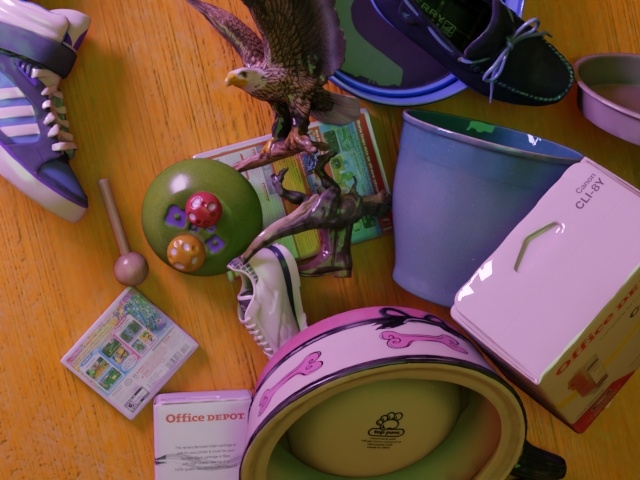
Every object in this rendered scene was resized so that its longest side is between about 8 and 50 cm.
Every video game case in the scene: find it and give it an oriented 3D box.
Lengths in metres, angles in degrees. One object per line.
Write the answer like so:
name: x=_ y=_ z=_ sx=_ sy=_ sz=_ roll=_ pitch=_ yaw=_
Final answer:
video game case: x=-0.035 y=-0.072 z=1.369 sx=0.285 sy=0.025 sz=0.204 roll=-16 pitch=95 yaw=-8
video game case: x=-0.291 y=0.172 z=1.342 sx=0.143 sy=0.019 sz=0.157 roll=42 pitch=87 yaw=-8

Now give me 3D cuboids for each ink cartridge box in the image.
ink cartridge box: x=-0.176 y=0.337 z=1.333 sx=0.153 sy=0.087 sz=0.208 roll=0 pitch=92 yaw=-10
ink cartridge box: x=0.372 y=0.099 z=1.254 sx=0.279 sy=0.384 sz=0.160 roll=-49 pitch=58 yaw=0

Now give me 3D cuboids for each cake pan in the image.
cake pan: x=0.526 y=-0.209 z=1.343 sx=0.293 sy=0.293 sz=0.054 roll=3 pitch=123 yaw=-9

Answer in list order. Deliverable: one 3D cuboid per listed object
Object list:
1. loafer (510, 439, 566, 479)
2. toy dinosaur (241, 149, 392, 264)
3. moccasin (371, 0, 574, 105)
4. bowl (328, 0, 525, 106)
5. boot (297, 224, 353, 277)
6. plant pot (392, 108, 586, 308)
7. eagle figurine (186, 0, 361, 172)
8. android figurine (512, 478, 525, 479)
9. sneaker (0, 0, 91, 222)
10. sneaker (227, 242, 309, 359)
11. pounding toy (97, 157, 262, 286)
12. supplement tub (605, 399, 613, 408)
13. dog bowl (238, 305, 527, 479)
loafer: x=0.299 y=0.331 z=1.415 sx=0.223 sy=0.076 sz=0.078 roll=18 pitch=97 yaw=-6
toy dinosaur: x=-0.009 y=-0.061 z=1.298 sx=0.268 sy=0.064 sz=0.118 roll=-19 pitch=88 yaw=-21
moccasin: x=0.224 y=-0.293 z=1.277 sx=0.342 sy=0.117 sz=0.138 roll=23 pitch=89 yaw=-10
bowl: x=0.123 y=-0.400 z=1.354 sx=0.391 sy=0.077 sz=0.391 roll=0 pitch=92 yaw=-9
boot: x=0.000 y=0.000 z=1.349 sx=0.106 sy=0.037 sz=0.114 roll=1 pitch=89 yaw=-9
plant pot: x=0.225 y=-0.039 z=1.308 sx=0.271 sy=0.271 sz=0.255 roll=10 pitch=106 yaw=-10
eagle figurine: x=-0.075 y=-0.260 z=1.241 sx=0.226 sy=0.225 sz=0.298 roll=-14 pitch=94 yaw=3
android figurine: x=0.321 y=0.537 z=1.439 sx=0.248 sy=0.056 sz=0.273 roll=-17 pitch=95 yaw=-8
sneaker: x=-0.391 y=-0.212 z=1.251 sx=0.236 sy=0.130 sz=0.323 roll=-44 pitch=93 yaw=-1
sneaker: x=-0.076 y=0.124 z=1.321 sx=0.095 sy=0.090 sz=0.235 roll=-20 pitch=103 yaw=-29
pounding toy: x=-0.205 y=-0.016 z=1.270 sx=0.237 sy=0.110 sz=0.183 roll=-9 pitch=106 yaw=4
supplement tub: x=0.462 y=0.216 z=1.440 sx=0.071 sy=0.071 sz=0.107 roll=25 pitch=88 yaw=-9
dog bowl: x=0.078 y=0.264 z=1.259 sx=0.408 sy=0.150 sz=0.408 roll=-6 pitch=129 yaw=-8
